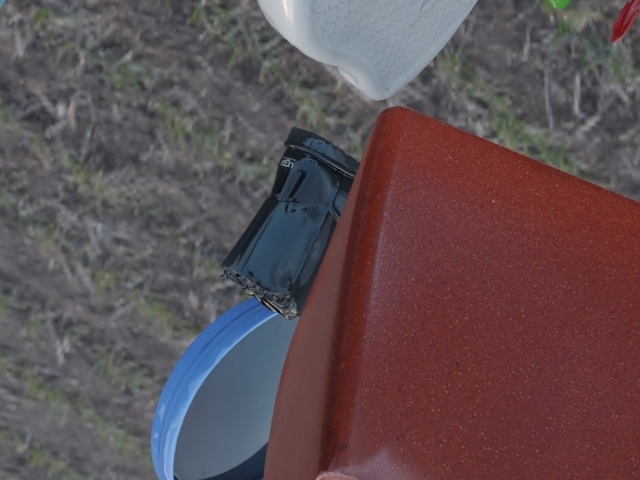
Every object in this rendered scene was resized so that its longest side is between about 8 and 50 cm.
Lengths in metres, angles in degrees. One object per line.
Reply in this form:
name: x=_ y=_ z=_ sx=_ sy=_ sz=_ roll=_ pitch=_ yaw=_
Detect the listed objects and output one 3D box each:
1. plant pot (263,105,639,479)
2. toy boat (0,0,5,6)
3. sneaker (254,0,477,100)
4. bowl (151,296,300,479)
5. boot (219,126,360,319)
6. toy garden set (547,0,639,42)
plant pot: x=0.095 y=0.126 z=0.830 sx=0.267 sy=0.235 sz=0.267 roll=23 pitch=137 yaw=2
toy boat: x=-0.388 y=-0.305 z=1.305 sx=0.148 sy=0.267 sz=0.318 roll=26 pitch=134 yaw=21
sneaker: x=-0.022 y=-0.139 z=0.466 sx=0.147 sy=0.104 sz=0.296 roll=40 pitch=180 yaw=9
bowl: x=-0.078 y=0.247 z=1.992 sx=0.077 sy=0.391 sz=0.391 roll=32 pitch=156 yaw=41
boot: x=0.000 y=0.000 z=1.660 sx=0.094 sy=0.207 sz=0.246 roll=23 pitch=175 yaw=42
toy garden set: x=0.238 y=-0.264 z=0.997 sx=0.049 sy=0.203 sz=0.244 roll=-10 pitch=146 yaw=-49
